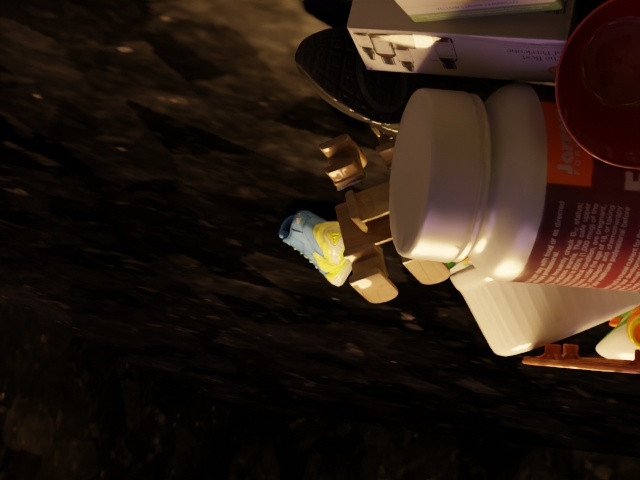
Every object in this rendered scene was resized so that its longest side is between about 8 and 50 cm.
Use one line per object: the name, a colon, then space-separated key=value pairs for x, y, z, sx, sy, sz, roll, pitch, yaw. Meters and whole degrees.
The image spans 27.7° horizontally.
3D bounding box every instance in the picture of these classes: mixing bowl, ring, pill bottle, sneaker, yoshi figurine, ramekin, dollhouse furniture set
mixing bowl: x=0.322 y=-0.173 z=1.320 sx=0.181 sy=0.181 sz=0.098 roll=14 pitch=-161 yaw=-5
ring: x=0.429 y=0.153 z=1.665 sx=0.336 sy=0.032 sz=0.336 roll=4 pitch=177 yaw=0
pill bottle: x=0.288 y=-0.059 z=1.457 sx=0.392 sy=0.224 sz=0.224 roll=5 pitch=164 yaw=-11
sneaker: x=0.088 y=-0.167 z=1.566 sx=0.286 sy=0.109 sz=0.130 roll=22 pitch=166 yaw=-23
yoshi figurine: x=0.562 y=0.129 z=1.987 sx=0.203 sy=0.203 sz=0.362 roll=33 pitch=-165 yaw=5
sneaker: x=0.000 y=0.000 z=2.207 sx=0.126 sy=0.091 sz=0.240 roll=29 pitch=165 yaw=10
ramekin: x=0.332 y=0.055 z=1.800 sx=0.277 sy=0.135 sz=0.277 roll=-23 pitch=178 yaw=-1
dollhouse furniture set: x=0.145 y=-0.046 z=1.731 sx=0.242 sy=0.212 sz=0.161 roll=-20 pitch=153 yaw=15

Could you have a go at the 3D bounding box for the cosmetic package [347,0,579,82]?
cosmetic package: x=0.157 y=-0.222 z=1.407 sx=0.239 sy=0.060 sz=0.099 roll=6 pitch=162 yaw=19

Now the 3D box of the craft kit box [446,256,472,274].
craft kit box: x=0.356 y=0.035 z=2.086 sx=0.249 sy=0.061 sz=0.246 roll=16 pitch=165 yaw=-11

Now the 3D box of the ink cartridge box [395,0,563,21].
ink cartridge box: x=0.115 y=-0.292 z=1.234 sx=0.171 sy=0.056 sz=0.235 roll=2 pitch=162 yaw=33
